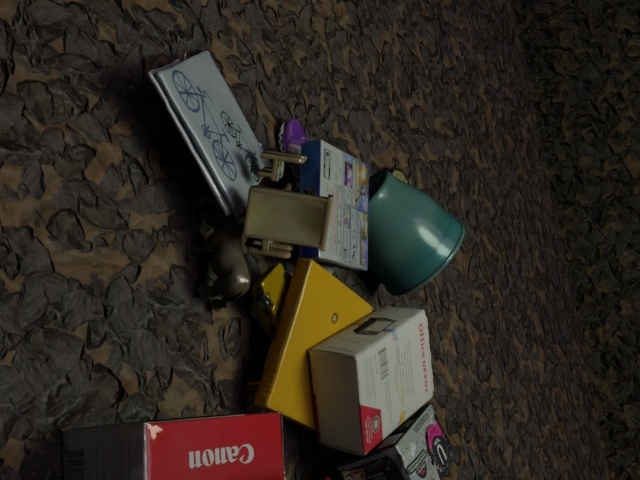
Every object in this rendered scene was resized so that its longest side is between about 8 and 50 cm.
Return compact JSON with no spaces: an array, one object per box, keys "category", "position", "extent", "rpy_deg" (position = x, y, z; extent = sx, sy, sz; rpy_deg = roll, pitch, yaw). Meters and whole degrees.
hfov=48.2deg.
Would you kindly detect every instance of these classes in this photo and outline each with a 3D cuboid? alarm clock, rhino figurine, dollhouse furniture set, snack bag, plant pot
[{"category":"alarm clock","position":[0.223,-0.168,2.135],"extent":[0.129,0.064,0.192],"rpy_deg":[29,58,-46]},{"category":"rhino figurine","position":[-0.199,0.013,1.442],"extent":[0.073,0.106,0.243],"rpy_deg":[14,60,-55]},{"category":"dollhouse furniture set","position":[-0.058,-0.065,1.482],"extent":[0.242,0.161,0.212],"rpy_deg":[-77,176,-78]},{"category":"snack bag","position":[-0.219,-0.241,1.505],"extent":[0.323,0.037,0.342],"rpy_deg":[61,18,-17]},{"category":"plant pot","position":[0.195,-0.039,1.895],"extent":[0.255,0.272,0.271],"rpy_deg":[45,43,-17]}]

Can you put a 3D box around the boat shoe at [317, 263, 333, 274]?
[{"category":"boat shoe","position":[0.000,0.000,1.760],"extent":[0.078,0.070,0.219],"rpy_deg":[34,56,-31]}]

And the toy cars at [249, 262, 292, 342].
[{"category":"toy cars","position":[-0.046,0.175,1.622],"extent":[0.394,0.087,0.176],"rpy_deg":[28,68,-51]}]

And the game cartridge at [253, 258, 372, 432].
[{"category":"game cartridge","position":[-0.007,0.241,1.565],"extent":[0.285,0.053,0.323],"rpy_deg":[40,61,-47]}]

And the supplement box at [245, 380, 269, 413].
[{"category":"supplement box","position":[-0.123,0.338,1.484],"extent":[0.055,0.043,0.083],"rpy_deg":[29,54,-48]}]

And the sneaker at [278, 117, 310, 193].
[{"category":"sneaker","position":[-0.024,-0.193,1.767],"extent":[0.095,0.105,0.236],"rpy_deg":[-22,94,-54]}]

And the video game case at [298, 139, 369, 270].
[{"category":"video game case","position":[0.035,-0.074,1.679],"extent":[0.244,0.061,0.269],"rpy_deg":[17,72,-58]}]

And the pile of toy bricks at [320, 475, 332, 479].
[{"category":"pile of toy bricks","position":[0.027,0.591,1.565],"extent":[0.212,0.118,0.105],"rpy_deg":[55,7,-13]}]

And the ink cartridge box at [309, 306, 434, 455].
[{"category":"ink cartridge box","position":[0.120,0.299,1.590],"extent":[0.306,0.131,0.226],"rpy_deg":[-21,109,-53]}]

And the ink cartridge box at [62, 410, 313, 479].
[{"category":"ink cartridge box","position":[-0.206,0.353,1.165],"extent":[0.309,0.272,0.130],"rpy_deg":[12,68,-53]}]

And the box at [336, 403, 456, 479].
[{"category":"box","position":[0.176,0.489,1.582],"extent":[0.142,0.163,0.247],"rpy_deg":[64,27,3]}]
